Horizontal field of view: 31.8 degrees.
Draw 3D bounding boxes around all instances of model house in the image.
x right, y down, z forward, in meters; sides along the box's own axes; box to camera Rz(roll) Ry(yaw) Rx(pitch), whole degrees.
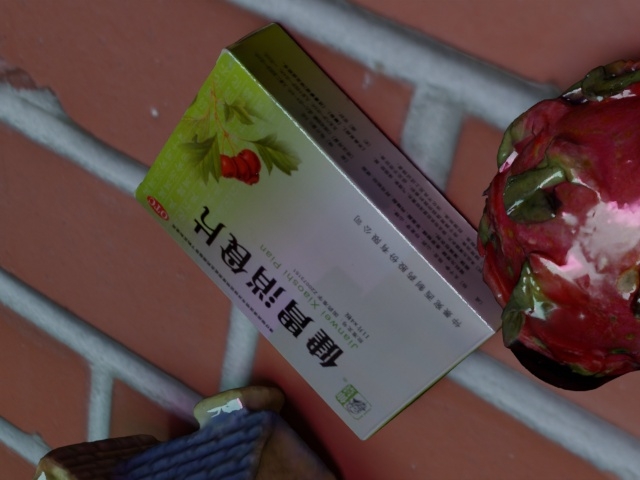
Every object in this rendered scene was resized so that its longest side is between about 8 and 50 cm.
[{"bbox_3d":[-0.085,0.277,0.956,0.321,0.261,0.266,-24,75,27],"label":"model house"}]

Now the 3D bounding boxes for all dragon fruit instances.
[{"bbox_3d":[0.172,-0.011,0.597,0.166,0.160,0.172,57,141,29],"label":"dragon fruit"}]

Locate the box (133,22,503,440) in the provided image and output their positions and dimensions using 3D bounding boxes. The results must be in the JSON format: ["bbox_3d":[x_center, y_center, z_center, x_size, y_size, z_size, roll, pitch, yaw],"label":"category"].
[{"bbox_3d":[0.000,-0.001,0.800,0.260,0.062,0.175,46,135,5],"label":"box"}]
